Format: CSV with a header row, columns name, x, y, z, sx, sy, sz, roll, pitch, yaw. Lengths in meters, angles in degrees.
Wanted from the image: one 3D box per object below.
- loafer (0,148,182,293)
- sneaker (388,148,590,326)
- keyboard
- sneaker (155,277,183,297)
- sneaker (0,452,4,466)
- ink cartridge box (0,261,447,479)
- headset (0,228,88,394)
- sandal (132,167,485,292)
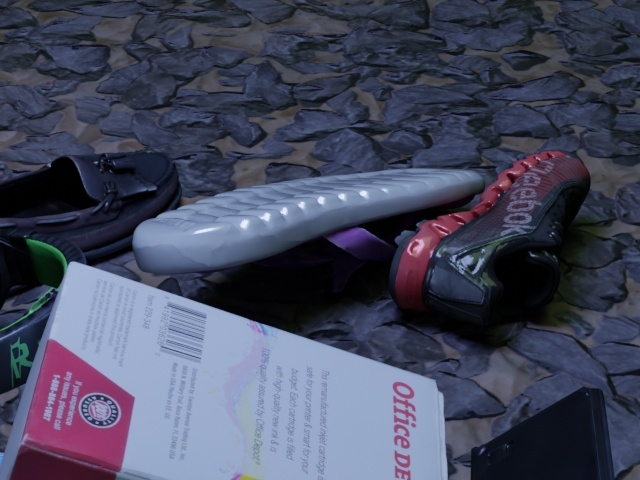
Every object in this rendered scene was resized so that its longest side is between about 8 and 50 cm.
name,x,y,z,sx,sy,sz,roll,pitch,yaw
loafer,-0.249,-0.035,1.758,0.109,0.095,0.302,27,39,34
sneaker,0.191,0.002,1.726,0.135,0.097,0.276,24,40,32
keyboard,0.132,0.241,1.303,0.201,0.033,0.317,-33,22,22
sneaker,-0.175,0.104,1.537,0.080,0.094,0.212,15,34,17
sneaker,-0.270,0.186,1.408,0.237,0.085,0.086,2,36,-3
ink cartridge box,-0.072,0.165,1.333,0.306,0.131,0.226,20,30,-9
headset,-0.378,0.041,1.540,0.394,0.185,0.243,0,27,30
sandal,-0.011,-0.001,1.717,0.416,0.102,0.169,-12,12,-43
